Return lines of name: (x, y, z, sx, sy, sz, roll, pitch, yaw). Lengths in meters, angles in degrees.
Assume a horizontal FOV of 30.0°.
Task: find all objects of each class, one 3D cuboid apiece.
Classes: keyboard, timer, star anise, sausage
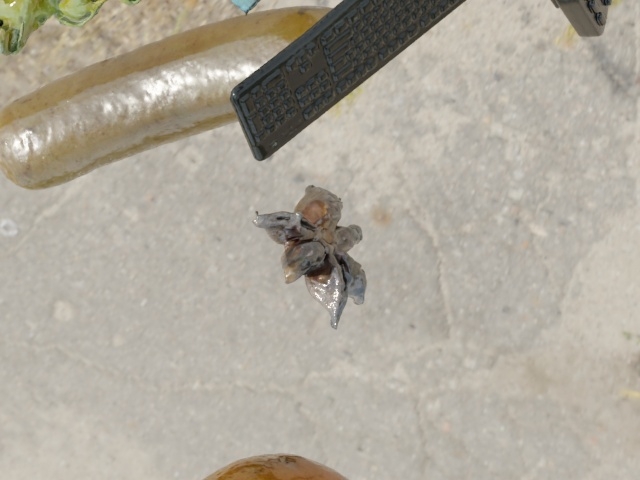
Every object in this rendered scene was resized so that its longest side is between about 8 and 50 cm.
keyboard: (0.075, -0.215, 1.060, 0.041, 0.381, 0.103, 35, 162, 31)
timer: (0.289, -0.334, 1.326, 0.055, 0.187, 0.144, 3, 168, 27)
star anise: (0.007, 0.015, 1.474, 0.063, 0.208, 0.172, -28, 92, 25)
sausage: (-0.175, -0.180, 1.430, 0.500, 0.136, 0.123, -16, 117, 15)

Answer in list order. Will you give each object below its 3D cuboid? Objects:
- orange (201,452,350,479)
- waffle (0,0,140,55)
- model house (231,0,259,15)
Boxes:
orange: (-0.038, 0.283, 0.960, 0.224, 0.224, 0.170, 43, 136, -11)
waffle: (-0.221, -0.282, 0.870, 0.297, 0.073, 0.317, -31, 143, 16)
model house: (-0.102, -0.338, 1.266, 0.148, 0.148, 0.119, 27, 147, -15)
